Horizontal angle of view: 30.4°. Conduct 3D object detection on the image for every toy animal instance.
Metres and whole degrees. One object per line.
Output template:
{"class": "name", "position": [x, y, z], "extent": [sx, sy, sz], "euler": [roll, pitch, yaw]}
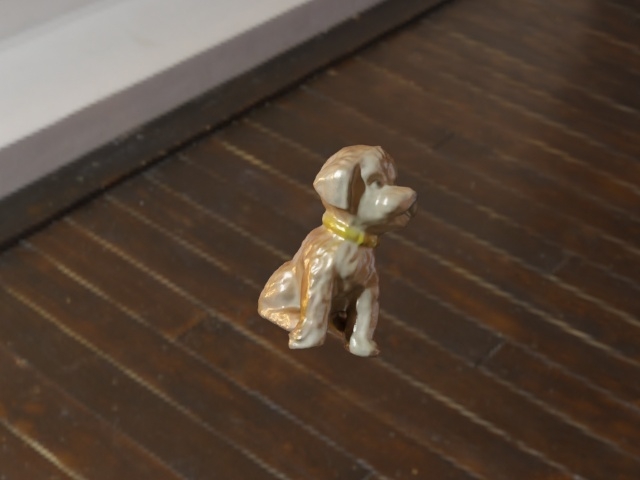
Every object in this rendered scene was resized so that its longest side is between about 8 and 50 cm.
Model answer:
{"class": "toy animal", "position": [0.005, -0.004, 1.092], "extent": [0.104, 0.185, 0.184], "euler": [6, 9, -25]}
